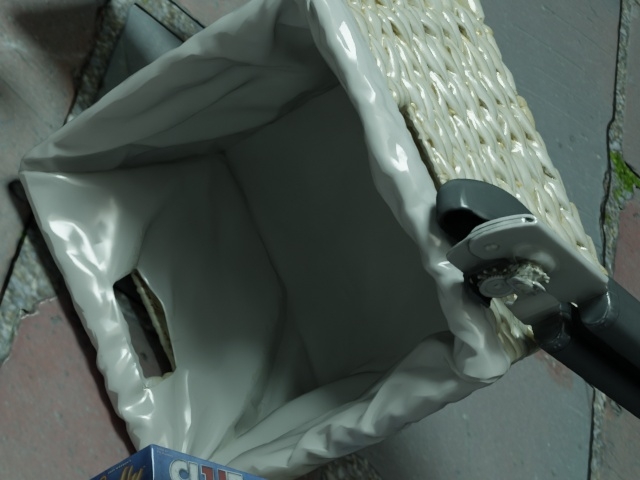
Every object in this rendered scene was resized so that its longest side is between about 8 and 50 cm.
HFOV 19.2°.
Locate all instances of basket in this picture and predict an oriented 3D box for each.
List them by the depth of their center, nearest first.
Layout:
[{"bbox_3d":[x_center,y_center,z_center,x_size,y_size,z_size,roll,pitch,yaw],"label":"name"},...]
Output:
[{"bbox_3d":[0.000,0.000,1.495,0.266,0.331,0.328,-14,77,-58],"label":"basket"}]

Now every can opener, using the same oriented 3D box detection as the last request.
[{"bbox_3d":[0.188,0.042,1.352,0.280,0.074,0.093,38,39,-39],"label":"can opener"}]

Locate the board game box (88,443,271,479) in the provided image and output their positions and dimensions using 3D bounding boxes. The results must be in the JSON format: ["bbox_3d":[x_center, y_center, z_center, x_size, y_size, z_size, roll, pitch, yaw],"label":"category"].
[{"bbox_3d":[-0.078,0.223,1.369,0.243,0.165,0.042,24,48,-39],"label":"board game box"}]
